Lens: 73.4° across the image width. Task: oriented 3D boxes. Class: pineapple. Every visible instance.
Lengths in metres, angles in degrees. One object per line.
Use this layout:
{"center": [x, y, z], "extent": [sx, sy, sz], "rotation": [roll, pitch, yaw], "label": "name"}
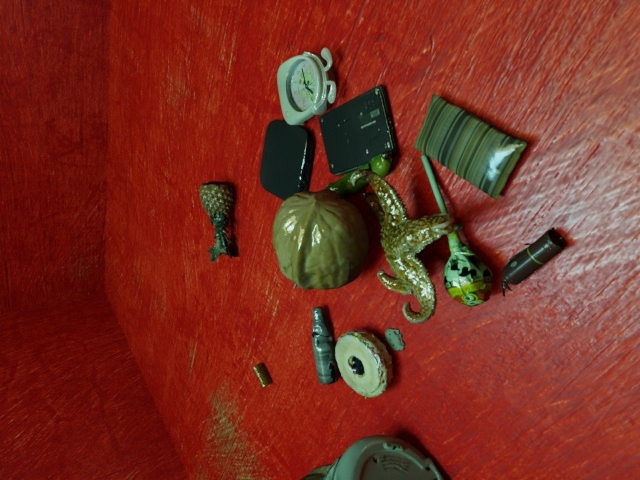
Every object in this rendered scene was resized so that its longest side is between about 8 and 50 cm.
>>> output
{"center": [-0.350, -0.061, 1.467], "extent": [0.130, 0.119, 0.277], "rotation": [7, 109, 30], "label": "pineapple"}

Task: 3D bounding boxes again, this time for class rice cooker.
{"center": [0.120, 0.612, 0.964], "extent": [0.288, 0.288, 0.277], "rotation": [50, 135, 29], "label": "rice cooker"}

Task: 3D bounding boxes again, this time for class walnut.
{"center": [0.000, 0.000, 0.966], "extent": [0.225, 0.225, 0.261], "rotation": [46, 161, 33], "label": "walnut"}

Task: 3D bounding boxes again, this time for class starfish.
{"center": [0.148, -0.006, 0.822], "extent": [0.312, 0.113, 0.303], "rotation": [-170, 62, -79], "label": "starfish"}

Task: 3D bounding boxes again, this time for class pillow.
{"center": [0.255, -0.169, 0.761], "extent": [0.203, 0.038, 0.113], "rotation": [45, 135, 34], "label": "pillow"}

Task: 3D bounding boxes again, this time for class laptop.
{"center": [0.078, -0.238, 0.964], "extent": [0.207, 0.026, 0.153], "rotation": [-9, 92, 51], "label": "laptop"}

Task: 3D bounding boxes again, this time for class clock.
{"center": [-0.025, -0.367, 1.025], "extent": [0.191, 0.062, 0.151], "rotation": [-3, 97, 50], "label": "clock"}

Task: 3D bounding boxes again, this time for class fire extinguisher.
{"center": [0.342, 0.036, 0.713], "extent": [0.132, 0.039, 0.056], "rotation": [123, 156, -43], "label": "fire extinguisher"}

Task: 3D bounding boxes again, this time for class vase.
{"center": [0.008, 0.282, 1.171], "extent": [0.060, 0.060, 0.211], "rotation": [-3, 97, 51], "label": "vase"}

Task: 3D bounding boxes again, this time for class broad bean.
{"center": [0.081, -0.136, 0.967], "extent": [0.256, 0.053, 0.052], "rotation": [-27, 79, 53], "label": "broad bean"}

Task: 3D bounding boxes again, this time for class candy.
{"center": [0.242, -0.027, 0.805], "extent": [0.083, 0.091, 0.305], "rotation": [-25, 68, 30], "label": "candy"}

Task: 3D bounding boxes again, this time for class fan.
{"center": [0.164, 0.235, 1.011], "extent": [0.083, 0.004, 0.055], "rotation": [-23, 85, 51], "label": "fan"}

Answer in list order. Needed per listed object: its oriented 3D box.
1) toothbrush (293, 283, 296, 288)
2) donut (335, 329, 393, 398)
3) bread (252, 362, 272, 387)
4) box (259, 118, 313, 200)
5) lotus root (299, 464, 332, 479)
{"center": [-0.066, 0.104, 1.250], "extent": [0.006, 0.008, 0.097], "rotation": [57, 140, 43], "label": "toothbrush"}
{"center": [0.108, 0.295, 1.046], "extent": [0.175, 0.068, 0.174], "rotation": [20, 118, 45], "label": "donut"}
{"center": [-0.202, 0.467, 1.491], "extent": [0.036, 0.047, 0.083], "rotation": [-39, 69, 16], "label": "bread"}
{"center": [-0.097, -0.216, 1.171], "extent": [0.201, 0.042, 0.212], "rotation": [33, 123, 41], "label": "box"}
{"center": [0.050, 0.789, 1.199], "extent": [0.267, 0.149, 0.260], "rotation": [60, 139, 15], "label": "lotus root"}
